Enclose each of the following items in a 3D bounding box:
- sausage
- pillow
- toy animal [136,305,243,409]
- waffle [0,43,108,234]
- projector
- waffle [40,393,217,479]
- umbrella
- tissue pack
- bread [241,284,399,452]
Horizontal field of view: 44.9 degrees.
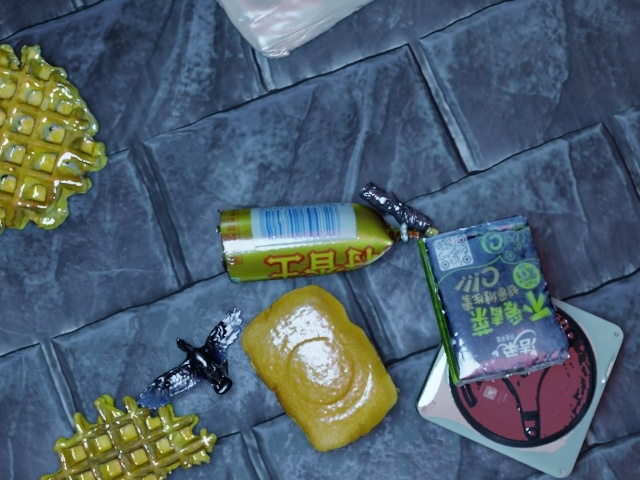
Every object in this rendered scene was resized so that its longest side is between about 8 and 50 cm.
[{"bbox_3d":[0.000,0.001,1.223,0.318,0.125,0.117,-4,81,-4],"label":"sausage"},{"bbox_3d":[-0.030,-0.422,1.287,0.270,0.067,0.173,-34,92,-4],"label":"pillow"},{"bbox_3d":[-0.186,0.191,1.209,0.108,0.062,0.220,27,58,29],"label":"toy animal"},{"bbox_3d":[-0.516,-0.157,1.249,0.302,0.068,0.324,-30,84,-4],"label":"waffle"},{"bbox_3d":[0.314,0.207,1.224,0.259,0.079,0.257,23,83,3],"label":"projector"},{"bbox_3d":[-0.304,0.387,1.202,0.260,0.069,0.292,15,84,4],"label":"waffle"},{"bbox_3d":[0.130,-0.047,1.267,0.144,0.040,0.037,32,76,1],"label":"umbrella"},{"bbox_3d":[0.258,0.089,1.175,0.174,0.073,0.235,-14,71,3],"label":"tissue pack"},{"bbox_3d":[0.000,0.193,1.200,0.174,0.121,0.245,-34,88,-5],"label":"bread"}]
